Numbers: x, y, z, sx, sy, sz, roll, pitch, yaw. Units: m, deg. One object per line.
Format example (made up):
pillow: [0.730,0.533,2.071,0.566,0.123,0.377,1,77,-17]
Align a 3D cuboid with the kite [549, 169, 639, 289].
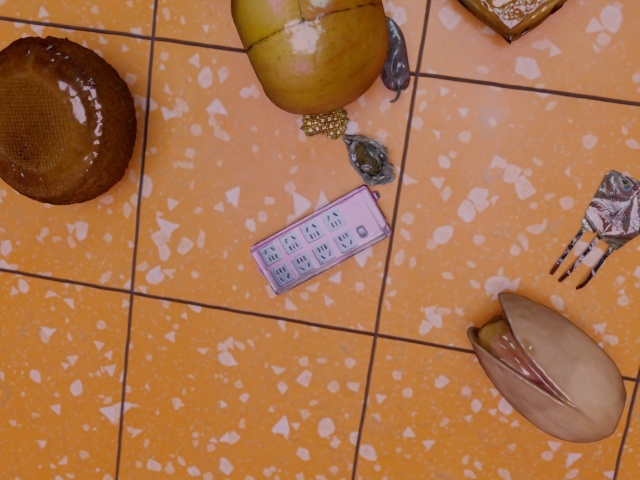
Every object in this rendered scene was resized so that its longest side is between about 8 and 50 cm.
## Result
kite: [0.515,-0.008,1.265,0.127,0.016,0.229,34,103,4]

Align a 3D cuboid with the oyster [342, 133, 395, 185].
oyster: [0.091,-0.150,1.289,0.098,0.037,0.100,5,123,25]

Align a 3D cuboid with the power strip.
power strip: [0.000,0.000,1.322,0.278,0.037,0.109,-29,95,12]

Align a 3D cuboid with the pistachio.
pistachio: [0.401,0.232,1.239,0.299,0.187,0.187,40,103,3]

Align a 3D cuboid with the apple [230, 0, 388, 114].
apple: [-0.013,-0.348,1.137,0.233,0.286,0.286,-21,98,1]

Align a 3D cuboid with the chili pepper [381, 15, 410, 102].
chili pepper: [0.131,-0.322,1.242,0.050,0.041,0.153,-6,84,-11]

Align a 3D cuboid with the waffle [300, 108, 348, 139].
waffle: [0.009,-0.222,1.289,0.085,0.016,0.078,22,103,2]

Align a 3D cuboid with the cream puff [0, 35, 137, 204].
cream puff: [-0.463,-0.212,1.258,0.302,0.212,0.303,4,109,12]

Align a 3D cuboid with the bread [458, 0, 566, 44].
bread: [0.314,-0.466,1.163,0.210,0.099,0.235,-40,88,11]
